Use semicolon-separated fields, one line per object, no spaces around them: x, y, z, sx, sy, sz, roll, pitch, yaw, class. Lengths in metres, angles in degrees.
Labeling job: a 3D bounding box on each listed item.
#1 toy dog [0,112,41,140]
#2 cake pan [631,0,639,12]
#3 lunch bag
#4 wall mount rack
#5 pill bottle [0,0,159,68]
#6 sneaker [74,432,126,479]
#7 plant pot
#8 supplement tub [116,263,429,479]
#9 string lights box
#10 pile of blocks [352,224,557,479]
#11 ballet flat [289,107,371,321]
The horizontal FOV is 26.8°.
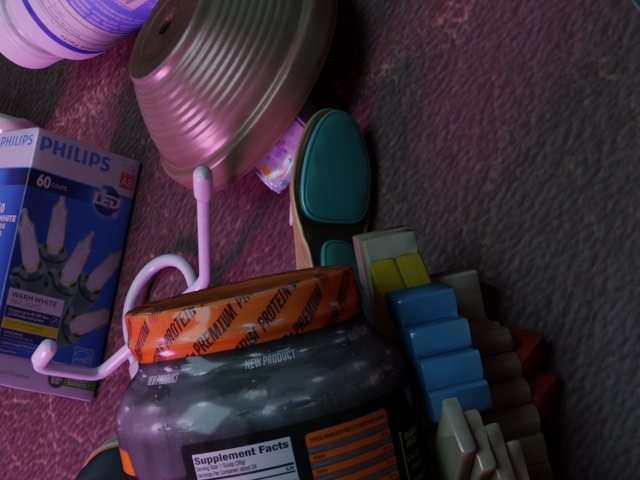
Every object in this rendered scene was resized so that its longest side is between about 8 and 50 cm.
-0.574;0.001;1.602;0.395;0.284;0.408;18;91;48;toy dog
0.314;-0.274;0.931;0.293;0.054;0.293;-18;64;41;cake pan
-0.030;-0.089;1.228;0.071;0.053;0.083;-53;35;18;lunch bag
-0.127;0.119;1.200;0.304;0.130;0.350;-43;51;28;wall mount rack
-0.243;-0.286;1.445;0.272;0.152;0.152;-22;61;40;pill bottle
-0.147;0.288;1.095;0.127;0.126;0.321;-65;-13;-53;sneaker
-0.100;-0.171;1.242;0.237;0.109;0.237;-38;36;35;plant pot
-0.022;0.197;0.930;0.207;0.207;0.338;-9;93;44;supplement tub
-0.284;0.026;1.392;0.076;0.133;0.260;1;78;47;string lights box
0.126;0.121;0.936;0.149;0.112;0.362;93;161;-58;pile of blocks
0.000;0.000;1.152;0.073;0.080;0.232;-34;52;53;ballet flat
